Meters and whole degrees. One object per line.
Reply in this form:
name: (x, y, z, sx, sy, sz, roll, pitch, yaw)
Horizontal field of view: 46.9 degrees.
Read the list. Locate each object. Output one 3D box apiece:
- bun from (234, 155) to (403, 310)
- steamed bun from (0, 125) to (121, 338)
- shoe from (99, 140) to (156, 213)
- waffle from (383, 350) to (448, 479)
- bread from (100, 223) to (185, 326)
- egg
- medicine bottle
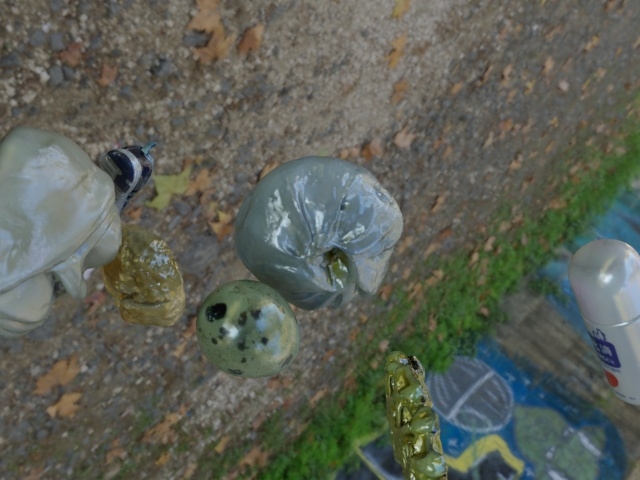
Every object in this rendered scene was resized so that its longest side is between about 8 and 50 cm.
bun: (-0.006, 0.001, 1.487, 0.354, 0.194, 0.355, -4, 127, -6)
steamed bun: (-0.430, 0.010, 1.123, 0.309, 0.219, 0.325, -38, -152, 63)
shoe: (-0.374, -0.106, 1.380, 0.207, 0.091, 0.106, -42, 179, 39)
waffle: (0.147, 0.322, 1.037, 0.073, 0.297, 0.317, -13, 114, 1)
bread: (-0.378, 0.075, 1.530, 0.134, 0.244, 0.244, -26, 152, -21)
egg: (-0.126, 0.169, 1.369, 0.177, 0.177, 0.228, -51, 136, 3)
medicine bottle: (0.545, 0.142, 1.331, 0.130, 0.130, 0.341, -43, 123, -19)
